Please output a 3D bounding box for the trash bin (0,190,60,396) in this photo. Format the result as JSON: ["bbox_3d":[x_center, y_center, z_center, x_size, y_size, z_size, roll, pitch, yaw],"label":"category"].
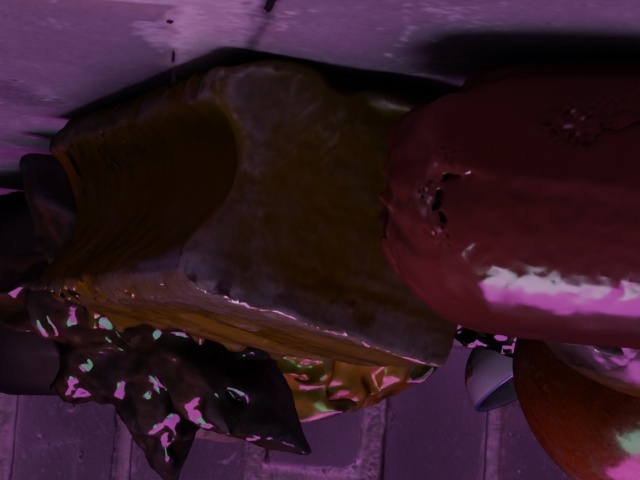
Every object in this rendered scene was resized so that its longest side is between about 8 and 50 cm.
[{"bbox_3d":[-0.222,0.047,1.538,0.252,0.203,0.301,-5,180,-32],"label":"trash bin"}]

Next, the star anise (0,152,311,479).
[{"bbox_3d":[-0.117,0.055,1.282,0.315,0.315,0.108,1,-156,28],"label":"star anise"}]

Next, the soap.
[{"bbox_3d":[0.000,0.000,1.087,0.304,0.169,0.338,17,170,-23],"label":"soap"}]

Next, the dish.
[{"bbox_3d":[0.270,0.077,1.957,0.273,0.134,0.273,-27,166,-7],"label":"dish"}]

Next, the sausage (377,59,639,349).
[{"bbox_3d":[0.168,-0.018,0.854,0.279,0.152,0.152,3,175,7],"label":"sausage"}]

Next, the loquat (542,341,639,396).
[{"bbox_3d":[0.246,0.033,1.220,0.227,0.179,0.179,15,170,-30],"label":"loquat"}]

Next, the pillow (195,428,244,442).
[{"bbox_3d":[-0.090,0.108,1.929,0.173,0.270,0.067,20,-175,-39],"label":"pillow"}]

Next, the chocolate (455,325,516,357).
[{"bbox_3d":[0.181,0.018,1.528,0.156,0.156,0.133,4,147,1],"label":"chocolate"}]

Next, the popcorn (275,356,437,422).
[{"bbox_3d":[0.006,0.089,1.803,0.250,0.250,0.190,6,-151,-22],"label":"popcorn"}]

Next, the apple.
[{"bbox_3d":[0.286,0.100,1.431,0.253,0.254,0.253,4,175,0],"label":"apple"}]
